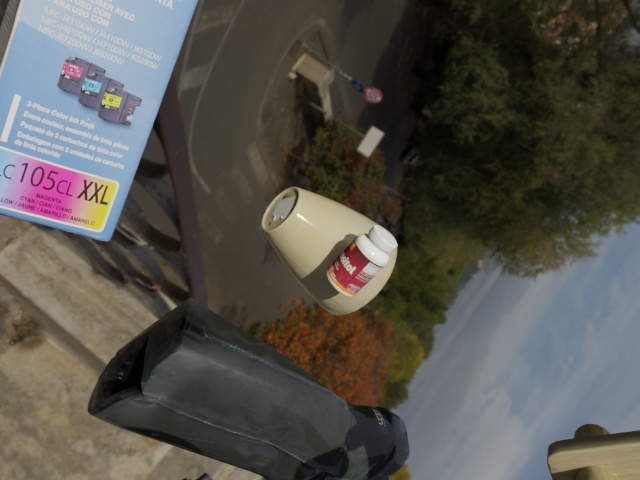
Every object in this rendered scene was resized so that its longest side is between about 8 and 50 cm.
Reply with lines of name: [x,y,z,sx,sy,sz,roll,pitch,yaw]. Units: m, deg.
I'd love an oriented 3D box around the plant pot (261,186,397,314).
plant pot: [0.000,0.000,1.415,0.256,0.274,0.256,-34,-146,26]

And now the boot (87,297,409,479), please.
boot: [-0.136,0.309,0.865,0.445,0.146,0.367,34,107,-36]

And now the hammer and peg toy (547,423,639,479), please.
hammer and peg toy: [0.315,0.292,0.528,0.361,0.266,0.127,-19,-173,26]

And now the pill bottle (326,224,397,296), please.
pill bottle: [0.088,0.041,1.250,0.152,0.086,0.086,-48,171,22]

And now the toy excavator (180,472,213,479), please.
toy excavator: [-0.283,0.829,1.438,0.222,0.445,0.433,-21,170,-36]

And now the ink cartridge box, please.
ink cartridge box: [-0.252,-0.237,0.636,0.151,0.270,0.395,15,105,-34]
